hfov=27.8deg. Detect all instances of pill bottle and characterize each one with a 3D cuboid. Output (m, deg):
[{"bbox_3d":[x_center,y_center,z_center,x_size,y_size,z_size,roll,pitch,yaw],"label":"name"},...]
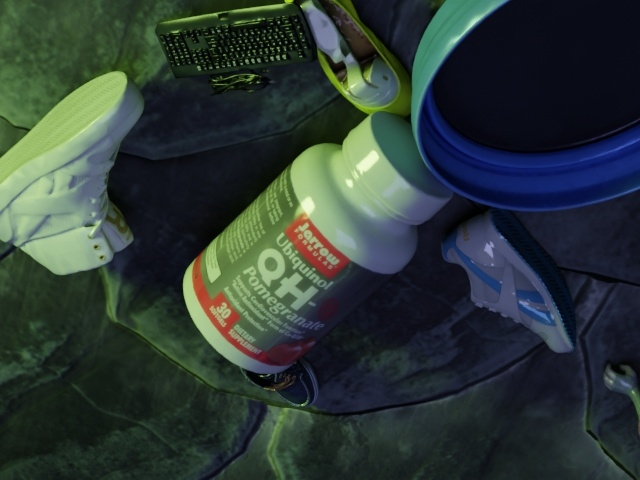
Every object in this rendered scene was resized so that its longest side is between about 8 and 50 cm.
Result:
[{"bbox_3d":[0.000,0.000,1.498,0.176,0.176,0.318,34,121,-22],"label":"pill bottle"}]

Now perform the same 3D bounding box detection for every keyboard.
[{"bbox_3d":[-0.091,-0.197,1.397,0.192,0.038,0.100,-2,129,33],"label":"keyboard"}]

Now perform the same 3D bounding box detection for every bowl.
[{"bbox_3d":[0.283,-0.180,1.360,0.391,0.077,0.391,-8,144,-6],"label":"bowl"}]

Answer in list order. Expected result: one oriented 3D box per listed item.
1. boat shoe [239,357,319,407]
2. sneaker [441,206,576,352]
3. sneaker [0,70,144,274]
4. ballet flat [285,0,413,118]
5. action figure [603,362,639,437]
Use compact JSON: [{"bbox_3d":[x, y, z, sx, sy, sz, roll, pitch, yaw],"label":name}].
[{"bbox_3d":[-0.060,0.173,1.687,0.065,0.083,0.183,-23,123,16],"label":"boat shoe"},{"bbox_3d":[0.241,0.057,1.607,0.092,0.087,0.229,-28,115,27],"label":"sneaker"},{"bbox_3d":[-0.264,-0.068,1.504,0.292,0.108,0.169,-33,122,33],"label":"sneaker"},{"bbox_3d":[0.030,-0.202,1.413,0.077,0.077,0.231,-28,122,18],"label":"ballet flat"},{"bbox_3d":[0.512,0.295,1.676,0.248,0.276,0.370,-10,140,15],"label":"action figure"}]
